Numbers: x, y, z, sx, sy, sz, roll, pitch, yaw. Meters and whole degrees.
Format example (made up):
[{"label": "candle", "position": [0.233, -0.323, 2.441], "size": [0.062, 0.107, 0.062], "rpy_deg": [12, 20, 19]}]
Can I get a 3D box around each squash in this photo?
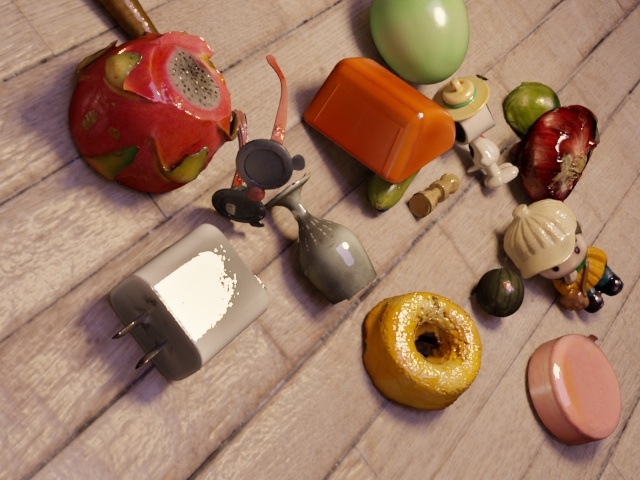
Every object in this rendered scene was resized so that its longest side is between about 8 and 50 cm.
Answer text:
[{"label": "squash", "position": [0.184, -0.179, 2.113], "size": [0.094, 0.094, 0.341], "rpy_deg": [48, 46, -11]}]

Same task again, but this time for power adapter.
[{"label": "power adapter", "position": [-0.229, 0.113, 1.576], "size": [0.187, 0.124, 0.255], "rpy_deg": [53, 46, -4]}]

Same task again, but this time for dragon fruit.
[{"label": "dragon fruit", "position": [-0.269, -0.231, 1.670], "size": [0.290, 0.189, 0.291], "rpy_deg": [19, 57, -33]}]

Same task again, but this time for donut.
[{"label": "donut", "position": [0.201, 0.214, 1.915], "size": [0.253, 0.118, 0.254], "rpy_deg": [11, 62, -20]}]

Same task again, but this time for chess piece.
[{"label": "chess piece", "position": [0.261, -0.107, 2.167], "size": [0.172, 0.060, 0.060], "rpy_deg": [-34, 92, -48]}]

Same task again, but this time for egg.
[{"label": "egg", "position": [0.226, -0.487, 2.216], "size": [0.220, 0.220, 0.270], "rpy_deg": [-23, 95, -45]}]

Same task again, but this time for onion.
[{"label": "onion", "position": [0.565, -0.217, 2.402], "size": [0.195, 0.272, 0.272], "rpy_deg": [23, 37, 26]}]

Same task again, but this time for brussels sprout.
[{"label": "brussels sprout", "position": [0.558, -0.340, 2.497], "size": [0.151, 0.122, 0.149], "rpy_deg": [13, 63, -35]}]

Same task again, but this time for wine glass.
[{"label": "wine glass", "position": [0.000, 0.000, 1.834], "size": [0.241, 0.126, 0.126], "rpy_deg": [53, 45, -1]}]

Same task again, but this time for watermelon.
[{"label": "watermelon", "position": [0.395, 0.101, 2.132], "size": [0.105, 0.105, 0.133], "rpy_deg": [16, 78, -35]}]

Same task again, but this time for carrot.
[{"label": "carrot", "position": [-0.347, -0.412, 1.787], "size": [0.298, 0.078, 0.078], "rpy_deg": [54, 45, -9]}]

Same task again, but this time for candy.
[{"label": "candy", "position": [0.572, 0.326, 2.182], "size": [0.255, 0.094, 0.255], "rpy_deg": [20, 57, -33]}]

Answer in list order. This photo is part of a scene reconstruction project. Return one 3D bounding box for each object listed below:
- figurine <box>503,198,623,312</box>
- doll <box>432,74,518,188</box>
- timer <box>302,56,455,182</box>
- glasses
[{"label": "figurine", "position": [0.562, 0.034, 2.294], "size": [0.332, 0.185, 0.204], "rpy_deg": [33, 15, -47]}, {"label": "doll", "position": [0.366, -0.250, 2.241], "size": [0.271, 0.144, 0.208], "rpy_deg": [55, 0, -2]}, {"label": "timer", "position": [0.143, -0.267, 2.043], "size": [0.257, 0.161, 0.250], "rpy_deg": [37, 27, 17]}, {"label": "glasses", "position": [-0.100, -0.180, 1.767], "size": [0.118, 0.234, 0.268], "rpy_deg": [21, 51, -13]}]
